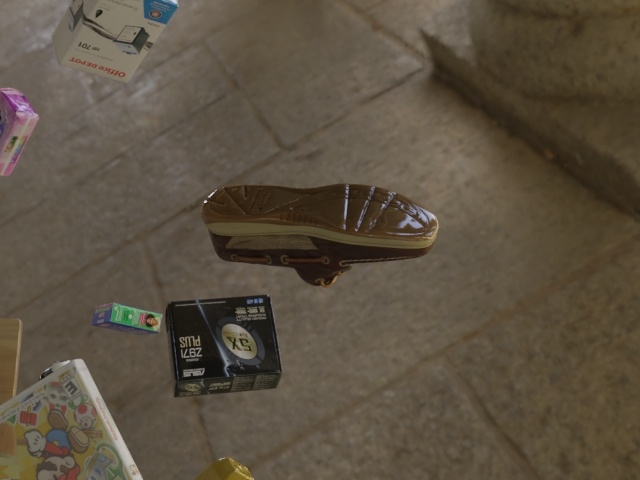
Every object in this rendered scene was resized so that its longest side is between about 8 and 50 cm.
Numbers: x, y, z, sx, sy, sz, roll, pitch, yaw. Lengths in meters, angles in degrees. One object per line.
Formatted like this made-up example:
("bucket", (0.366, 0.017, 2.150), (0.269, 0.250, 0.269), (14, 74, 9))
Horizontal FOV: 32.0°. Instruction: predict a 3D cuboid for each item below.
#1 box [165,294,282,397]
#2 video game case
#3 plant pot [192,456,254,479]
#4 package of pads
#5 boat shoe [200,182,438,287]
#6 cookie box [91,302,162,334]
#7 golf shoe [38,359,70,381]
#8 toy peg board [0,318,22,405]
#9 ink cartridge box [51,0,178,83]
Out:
("box", (-0.166, 0.178, 1.890), (0.180, 0.077, 0.147), (-3, 62, -13))
("video game case", (-0.323, 0.281, 1.305), (0.227, 0.206, 0.026), (-32, -10, 16))
("plant pot", (-0.158, 0.417, 1.887), (0.083, 0.081, 0.081), (-51, 29, 2))
("package of pads", (-0.333, -0.115, 1.182), (0.050, 0.032, 0.083), (51, 123, 28))
("boat shoe", (0.000, 0.000, 1.583), (0.342, 0.123, 0.123), (3, 36, 15))
("cookie box", (-0.376, 0.154, 2.170), (0.092, 0.107, 0.040), (-13, 66, 55))
("golf shoe", (-0.319, 0.206, 1.420), (0.077, 0.094, 0.198), (-8, -17, -20))
("toy peg board", (-0.535, 0.207, 1.700), (0.161, 0.079, 0.161), (0, 69, -1))
("ink cartridge box", (-0.352, -0.374, 1.905), (0.191, 0.139, 0.082), (-50, 46, 32))
